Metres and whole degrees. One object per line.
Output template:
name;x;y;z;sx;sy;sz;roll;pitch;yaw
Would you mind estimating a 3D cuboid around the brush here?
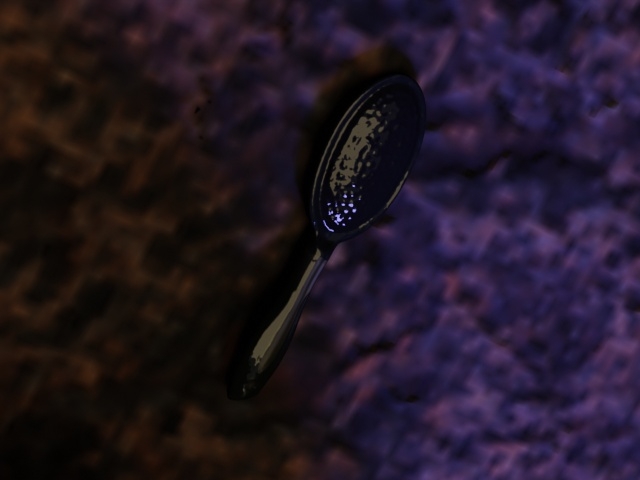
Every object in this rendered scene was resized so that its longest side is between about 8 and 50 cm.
brush;0.000;0.000;0.410;0.024;0.008;0.083;24;99;-30
